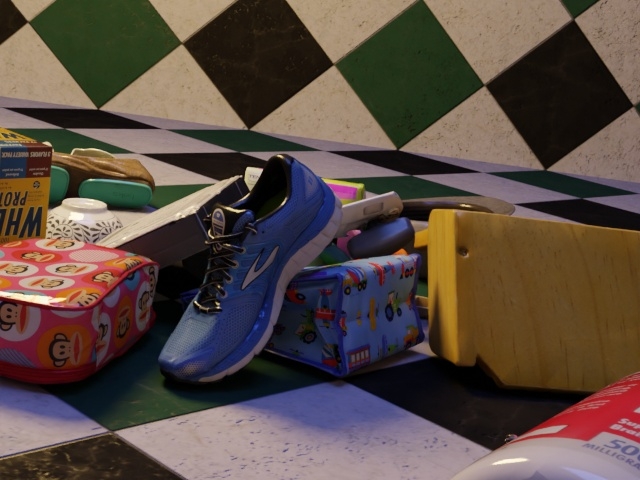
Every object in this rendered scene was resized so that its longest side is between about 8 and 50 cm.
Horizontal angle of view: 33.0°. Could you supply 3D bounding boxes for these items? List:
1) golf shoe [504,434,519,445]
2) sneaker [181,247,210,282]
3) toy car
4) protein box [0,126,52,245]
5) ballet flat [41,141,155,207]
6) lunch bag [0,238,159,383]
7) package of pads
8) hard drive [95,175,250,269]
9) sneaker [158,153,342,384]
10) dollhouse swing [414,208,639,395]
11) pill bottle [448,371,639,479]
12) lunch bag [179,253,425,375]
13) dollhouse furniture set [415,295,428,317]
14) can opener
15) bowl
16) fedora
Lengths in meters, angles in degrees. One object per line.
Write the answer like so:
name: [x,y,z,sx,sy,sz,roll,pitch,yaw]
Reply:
golf shoe: [0.234,0.247,1.082,0.086,0.067,0.186,9,13,-1]
sneaker: [-0.146,0.025,1.777,0.228,0.087,0.130,-7,11,-38]
toy car: [0.061,0.041,1.706,0.182,0.136,0.159,-1,16,-33]
protein box: [-0.535,-0.070,1.680,0.201,0.199,0.136,20,18,41]
ballet flat: [-0.498,-0.139,2.143,0.342,0.116,0.124,2,44,-26]
lunch bag: [-0.360,0.073,1.350,0.258,0.120,0.293,10,14,11]
package of pads: [-0.024,-0.067,2.060,0.229,0.101,0.296,9,-2,1]
hard drive: [-0.242,-0.007,1.644,0.237,0.064,0.339,-24,9,12]
sneaker: [-0.109,0.028,1.345,0.130,0.330,0.147,10,-29,43]
dollhouse swing: [0.314,0.103,1.624,0.347,0.315,0.305,6,-21,-12]
pill bottle: [0.257,0.225,0.831,0.229,0.229,0.408,17,16,33]
lunch bag: [-0.034,0.093,1.523,0.293,0.138,0.221,2,7,33]
dollhouse furniture set: [0.194,0.078,1.750,0.091,0.081,0.114,11,13,11]
can opener: [0.000,0.000,1.607,0.284,0.076,0.095,-17,54,-11]
bowl: [-0.405,-0.026,1.839,0.170,0.080,0.170,8,12,-2]
fedora: [0.222,-0.002,2.011,0.276,0.124,0.244,-6,15,-20]
